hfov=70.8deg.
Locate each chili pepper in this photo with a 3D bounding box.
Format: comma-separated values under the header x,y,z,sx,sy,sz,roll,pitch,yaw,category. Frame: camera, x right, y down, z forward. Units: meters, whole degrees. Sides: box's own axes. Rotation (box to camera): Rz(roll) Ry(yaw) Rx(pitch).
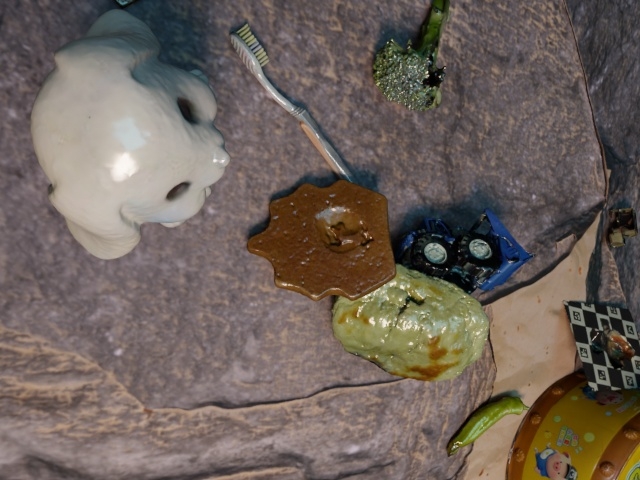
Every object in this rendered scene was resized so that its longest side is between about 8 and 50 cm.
x,y,z,sx,sy,sz,roll,pitch,yaw,category
0.333,0.362,0.910,0.208,0.043,0.049,-21,131,-16,chili pepper

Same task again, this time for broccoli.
x,y,z,sx,sy,sz,roll,pitch,yaw,category
0.160,-0.297,0.706,0.122,0.118,0.204,25,69,4,broccoli

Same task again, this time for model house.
x,y,z,sx,sy,sz,roll,pitch,yaw,category
0.675,-0.027,1.006,0.058,0.057,0.084,16,70,-52,model house

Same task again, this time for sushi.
x,y,z,sx,sy,sz,roll,pitch,yaw,category
0.625,0.236,0.997,0.210,0.040,0.193,6,63,-21,sushi

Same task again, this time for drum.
x,y,z,sx,sy,sz,roll,pitch,yaw,category
0.632,0.515,0.973,0.430,0.214,0.432,-3,98,-24,drum

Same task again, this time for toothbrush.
x,y,z,sx,sy,sz,roll,pitch,yaw,category
-0.004,-0.152,0.679,0.037,0.028,0.375,-48,113,-19,toothbrush

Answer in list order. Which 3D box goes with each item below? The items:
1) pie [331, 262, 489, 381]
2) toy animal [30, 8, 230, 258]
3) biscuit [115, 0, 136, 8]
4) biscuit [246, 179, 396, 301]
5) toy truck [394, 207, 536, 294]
x,y,z,sx,sy,sz,roll,pitch,yaw,category
0.133,0.144,0.711,0.247,0.090,0.201,20,121,0,pie
-0.202,-0.117,0.474,0.173,0.289,0.249,2,76,-23,toy animal
-0.236,-0.349,0.546,0.119,0.019,0.130,9,93,-26,biscuit
0.000,0.001,0.664,0.215,0.034,0.182,-4,75,-5,biscuit
0.232,0.022,0.761,0.207,0.113,0.126,1,58,-12,toy truck
